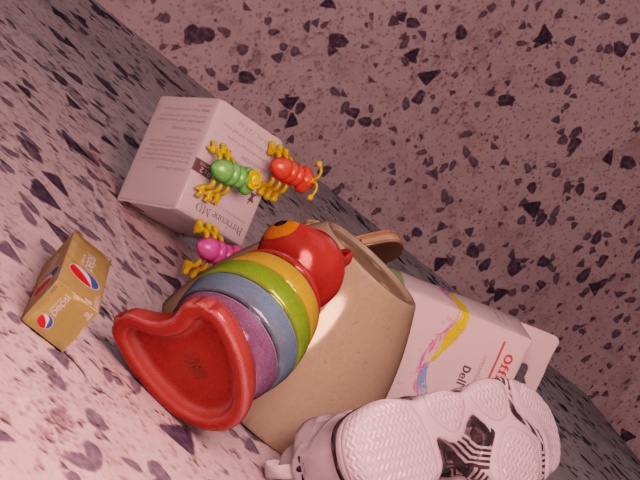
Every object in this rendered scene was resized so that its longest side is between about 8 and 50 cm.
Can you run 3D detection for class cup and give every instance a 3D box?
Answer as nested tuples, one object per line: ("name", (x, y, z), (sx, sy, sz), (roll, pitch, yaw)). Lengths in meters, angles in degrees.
("cup", (-0.012, 0.112, 1.725), (0.331, 0.237, 0.331), (42, 9, -9))

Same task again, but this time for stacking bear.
("stacking bear", (-0.072, 0.076, 1.487), (0.289, 0.175, 0.164), (-43, 114, -46))

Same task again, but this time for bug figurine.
("bug figurine", (-0.098, -0.022, 1.897), (0.072, 0.279, 0.216), (4, -10, 45))

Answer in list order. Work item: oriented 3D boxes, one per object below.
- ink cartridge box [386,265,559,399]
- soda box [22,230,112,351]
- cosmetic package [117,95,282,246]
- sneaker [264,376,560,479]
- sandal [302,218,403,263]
("ink cartridge box", (0.187, 0.190, 1.985), (0.354, 0.207, 0.119), (21, 12, -7))
("soda box", (-0.278, 0.052, 1.412), (0.058, 0.061, 0.181), (40, 10, -15))
("cosmetic package", (-0.185, -0.107, 1.966), (0.151, 0.183, 0.151), (8, -17, 45))
("sneaker", (0.112, 0.251, 1.538), (0.366, 0.210, 0.137), (2, 75, -41))
("sandal", (-0.001, 0.004, 1.895), (0.088, 0.240, 0.079), (103, -27, -50))
